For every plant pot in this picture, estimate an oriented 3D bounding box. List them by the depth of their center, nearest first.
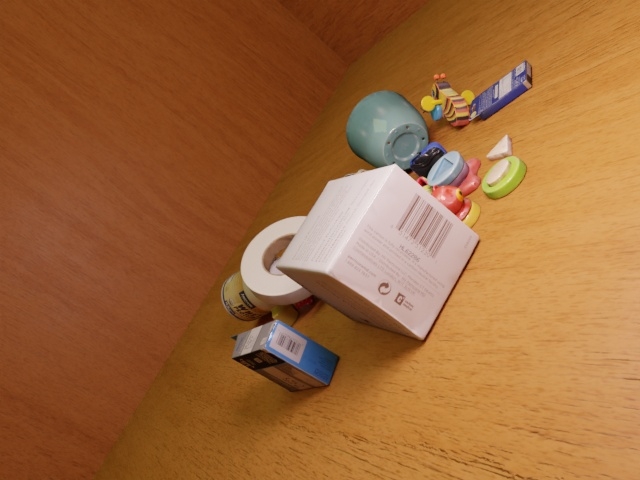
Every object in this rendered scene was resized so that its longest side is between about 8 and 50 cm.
[{"bbox_3d":[0.274,-0.394,2.001,0.293,0.293,0.235,-49,34,12],"label":"plant pot"},{"bbox_3d":[-0.132,0.286,2.052,0.083,0.081,0.081,-39,20,5],"label":"plant pot"}]

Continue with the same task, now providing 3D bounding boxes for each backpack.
[{"bbox_3d":[0.379,-0.281,1.814,0.120,0.098,0.101,-43,17,29],"label":"backpack"}]

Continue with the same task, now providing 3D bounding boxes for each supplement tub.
[{"bbox_3d":[-0.264,0.208,2.260,0.316,0.228,0.228,-31,29,48],"label":"supplement tub"}]

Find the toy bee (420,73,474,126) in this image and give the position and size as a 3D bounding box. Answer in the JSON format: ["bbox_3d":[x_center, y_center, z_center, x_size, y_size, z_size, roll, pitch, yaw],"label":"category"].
[{"bbox_3d":[0.446,-0.524,1.936,0.195,0.162,0.298,-22,29,-29],"label":"toy bee"}]

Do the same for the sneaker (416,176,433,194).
[{"bbox_3d":[0.327,-0.124,1.663,0.081,0.094,0.208,-37,26,35],"label":"sneaker"}]

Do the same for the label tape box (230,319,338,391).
[{"bbox_3d":[-0.139,0.376,1.656,0.334,0.241,0.105,-29,32,51],"label":"label tape box"}]

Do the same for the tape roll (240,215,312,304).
[{"bbox_3d":[-0.119,0.071,2.028,0.392,0.072,0.391,-13,46,14],"label":"tape roll"}]

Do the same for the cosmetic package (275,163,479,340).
[{"bbox_3d":[0.142,0.034,1.458,0.327,0.329,0.394,-58,19,-13],"label":"cosmetic package"}]

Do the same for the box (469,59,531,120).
[{"bbox_3d":[0.599,-0.489,1.755,0.225,0.036,0.136,-33,27,42],"label":"box"}]

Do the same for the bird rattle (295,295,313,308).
[{"bbox_3d":[-0.046,0.133,2.055,0.207,0.143,0.253,-32,26,9],"label":"bird rattle"}]

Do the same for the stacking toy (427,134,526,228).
[{"bbox_3d":[0.422,-0.195,1.511,0.279,0.130,0.308,-42,22,31],"label":"stacking toy"}]

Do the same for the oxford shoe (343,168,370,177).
[{"bbox_3d":[0.196,-0.200,2.021,0.140,0.147,0.397,-56,19,-11],"label":"oxford shoe"}]
